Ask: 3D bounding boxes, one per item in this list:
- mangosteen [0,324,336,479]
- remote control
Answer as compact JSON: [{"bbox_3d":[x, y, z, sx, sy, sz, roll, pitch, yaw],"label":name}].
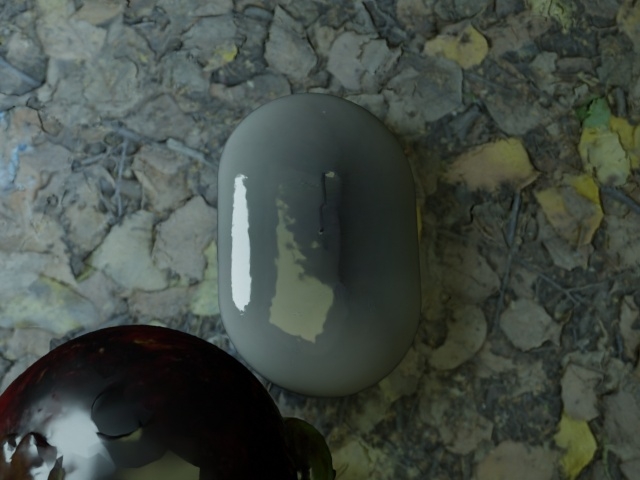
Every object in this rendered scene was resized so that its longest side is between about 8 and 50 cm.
[{"bbox_3d":[-0.141,0.237,0.931,0.359,0.306,0.306,29,65,-49],"label":"mangosteen"},{"bbox_3d":[0.000,0.000,1.104,0.221,0.103,0.332,4,76,-18],"label":"remote control"}]
